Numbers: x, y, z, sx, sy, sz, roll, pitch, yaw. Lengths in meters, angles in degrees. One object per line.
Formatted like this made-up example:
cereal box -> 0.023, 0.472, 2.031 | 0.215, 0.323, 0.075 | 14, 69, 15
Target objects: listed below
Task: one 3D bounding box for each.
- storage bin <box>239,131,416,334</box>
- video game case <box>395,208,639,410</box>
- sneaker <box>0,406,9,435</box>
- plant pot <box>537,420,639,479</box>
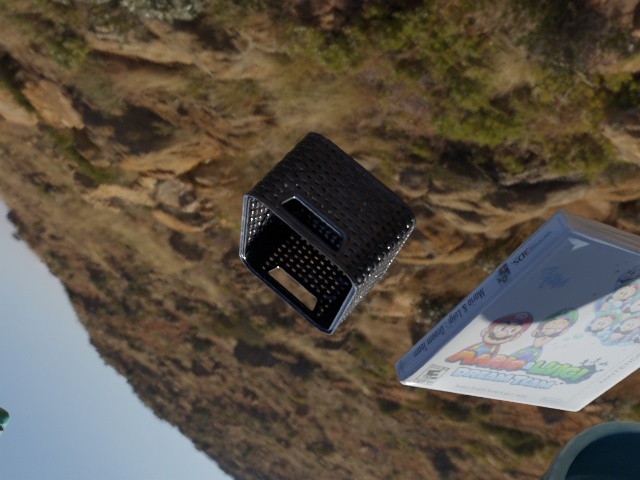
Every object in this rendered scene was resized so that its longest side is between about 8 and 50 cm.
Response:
storage bin -> 0.000, 0.000, 0.679 | 0.122, 0.084, 0.180 | 40, 160, 8
video game case -> 0.146, 0.051, 0.437 | 0.157, 0.143, 0.019 | 15, -138, -30
sneaker -> -0.404, 0.090, 0.722 | 0.275, 0.110, 0.107 | 46, 155, -8
plant pot -> 0.157, 0.286, 0.417 | 0.272, 0.271, 0.255 | 38, 124, 5
